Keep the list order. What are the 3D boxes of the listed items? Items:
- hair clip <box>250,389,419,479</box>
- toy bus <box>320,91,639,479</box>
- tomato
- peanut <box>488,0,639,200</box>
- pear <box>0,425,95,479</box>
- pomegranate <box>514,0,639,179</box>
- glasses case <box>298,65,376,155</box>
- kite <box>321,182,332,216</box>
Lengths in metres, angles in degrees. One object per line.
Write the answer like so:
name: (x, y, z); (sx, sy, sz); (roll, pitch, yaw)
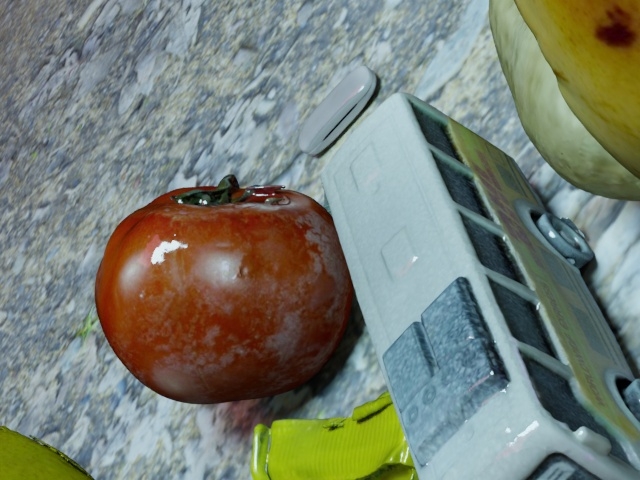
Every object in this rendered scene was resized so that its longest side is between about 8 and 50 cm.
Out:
hair clip: (0.022, 0.132, 1.062); (0.173, 0.046, 0.072); (-23, 56, 50)
toy bus: (0.095, 0.049, 0.927); (0.097, 0.138, 0.342); (-46, 30, 20)
tomato: (-0.072, 0.035, 1.178); (0.187, 0.187, 0.151); (-148, 54, -61)
peanut: (0.166, -0.124, 0.987); (0.253, 0.122, 0.137); (-103, 32, -55)
pear: (-0.238, 0.281, 1.115); (0.285, 0.285, 0.336); (-48, 33, 23)
pomegranate: (0.239, -0.155, 0.750); (0.319, 0.319, 0.319); (-38, 36, 35)
glasses case: (0.013, -0.099, 1.309); (0.083, 0.021, 0.032); (-47, 29, 23)
kite: (0.000, 0.000, 1.258); (0.152, 0.005, 0.137); (-38, 35, 37)
